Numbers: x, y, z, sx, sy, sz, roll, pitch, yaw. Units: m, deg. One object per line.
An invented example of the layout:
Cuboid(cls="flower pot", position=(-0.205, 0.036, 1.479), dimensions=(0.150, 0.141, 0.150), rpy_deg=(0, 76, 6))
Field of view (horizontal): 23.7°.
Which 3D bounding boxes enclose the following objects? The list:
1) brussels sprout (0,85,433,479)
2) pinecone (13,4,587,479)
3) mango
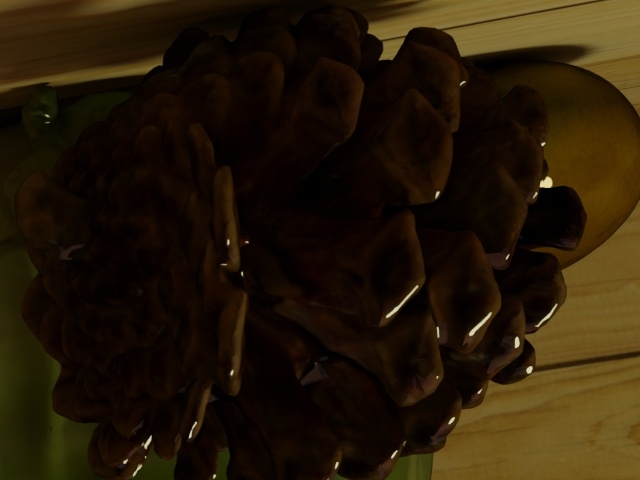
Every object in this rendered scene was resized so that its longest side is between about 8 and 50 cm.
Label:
Cuboid(cls="brussels sprout", position=(-0.121, 0.114, 0.837), dimensions=(0.342, 0.361, 0.425), rpy_deg=(-14, -179, -16))
Cuboid(cls="pinecone", position=(0.001, -0.002, 0.556), dimensions=(0.212, 0.168, 0.185), rpy_deg=(-21, -144, -22))
Cuboid(cls="mango", position=(0.119, -0.041, 0.967), dimensions=(0.175, 0.139, 0.254), rpy_deg=(-17, 177, -20))
